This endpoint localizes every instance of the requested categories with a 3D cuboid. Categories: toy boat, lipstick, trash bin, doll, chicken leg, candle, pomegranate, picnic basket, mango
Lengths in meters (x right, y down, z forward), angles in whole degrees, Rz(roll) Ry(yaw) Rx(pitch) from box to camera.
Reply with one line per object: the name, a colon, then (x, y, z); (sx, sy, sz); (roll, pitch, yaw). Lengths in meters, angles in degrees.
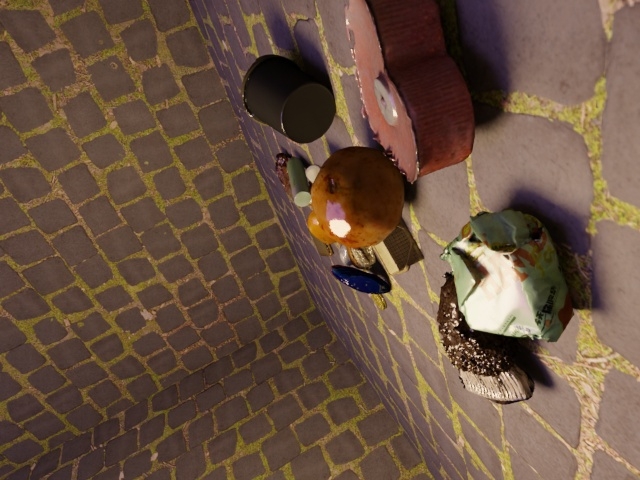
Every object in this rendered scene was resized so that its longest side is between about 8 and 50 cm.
toy boat: (0.121, 0.126, 1.604); (0.219, 0.072, 0.318); (19, -175, -26)
lipstick: (-0.089, -0.247, 1.760); (0.304, 0.076, 0.076); (-106, -2, -52)
trash bin: (-0.116, -0.430, 1.295); (0.334, 0.214, 0.214); (48, 162, 41)
doll: (0.112, 0.041, 1.705); (0.228, 0.075, 0.102); (92, 172, -48)
chicken leg: (-0.122, -0.289, 2.018); (0.323, 0.083, 0.177); (63, 155, 14)
candle: (0.148, -0.253, 0.728); (0.287, 0.131, 0.317); (101, 151, -83)
pomegranate: (0.095, -0.105, 1.045); (0.248, 0.248, 0.248); (59, 168, 20)
picnic basket: (0.202, 0.011, 1.193); (0.164, 0.079, 0.115); (62, 170, 6)
mango: (0.026, -0.051, 1.699); (0.217, 0.141, 0.102); (77, 168, -58)

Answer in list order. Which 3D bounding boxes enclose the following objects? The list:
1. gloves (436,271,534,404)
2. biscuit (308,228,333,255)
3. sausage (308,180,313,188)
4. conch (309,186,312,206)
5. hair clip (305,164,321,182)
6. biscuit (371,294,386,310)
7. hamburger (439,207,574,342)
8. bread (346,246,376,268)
gloves: (0.329, 0.197, 0.898); (0.210, 0.135, 0.312); (-152, 39, -82)
biscuit: (0.000, 0.000, 2.238); (0.172, 0.029, 0.254); (65, 169, -5)
sausage: (0.005, -0.209, 1.630); (0.065, 0.065, 0.169); (67, 168, -20)
conch: (-0.010, -0.171, 1.782); (0.232, 0.080, 0.086); (26, 163, 31)
hair clip: (0.064, -0.159, 1.348); (0.282, 0.113, 0.173); (54, 166, 37)
biscuit: (0.235, 0.240, 1.723); (0.084, 0.023, 0.084); (57, 167, 21)
hamburger: (0.299, 0.049, 0.729); (0.214, 0.125, 0.235); (71, 164, -8)
bread: (0.140, 0.046, 1.555); (0.125, 0.082, 0.106); (60, 162, 1)
